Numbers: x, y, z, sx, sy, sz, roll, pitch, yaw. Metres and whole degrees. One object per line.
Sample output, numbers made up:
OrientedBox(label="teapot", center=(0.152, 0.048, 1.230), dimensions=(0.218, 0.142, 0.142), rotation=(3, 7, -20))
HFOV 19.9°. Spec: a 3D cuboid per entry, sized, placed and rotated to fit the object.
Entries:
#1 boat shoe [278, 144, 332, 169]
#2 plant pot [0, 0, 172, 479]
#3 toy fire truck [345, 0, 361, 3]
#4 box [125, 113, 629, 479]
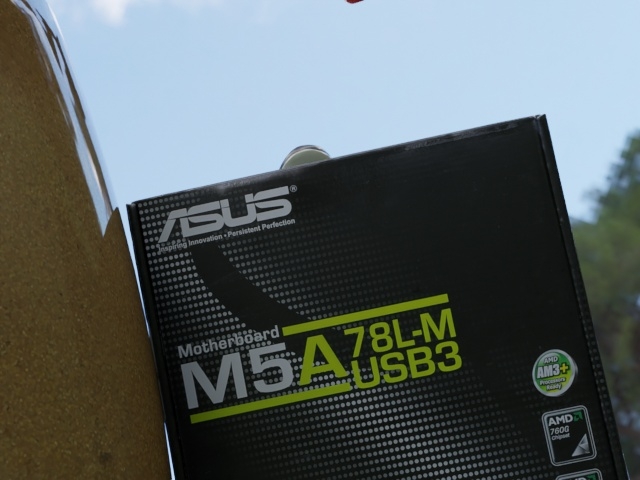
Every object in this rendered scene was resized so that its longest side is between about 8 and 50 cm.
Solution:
OrientedBox(label="boat shoe", center=(0.000, 0.000, 1.072), dimensions=(0.043, 0.049, 0.137), rotation=(-80, -17, -57))
OrientedBox(label="plant pot", center=(-0.166, 0.055, 0.750), dimensions=(0.237, 0.254, 0.237), rotation=(-24, -23, -11))
OrientedBox(label="toy fire truck", center=(0.015, -0.237, 1.175), dimensions=(0.192, 0.135, 0.047), rotation=(38, -129, -36))
OrientedBox(label="box", center=(0.025, 0.054, 0.793), dimensions=(0.045, 0.191, 0.184), rotation=(52, -153, -80))
